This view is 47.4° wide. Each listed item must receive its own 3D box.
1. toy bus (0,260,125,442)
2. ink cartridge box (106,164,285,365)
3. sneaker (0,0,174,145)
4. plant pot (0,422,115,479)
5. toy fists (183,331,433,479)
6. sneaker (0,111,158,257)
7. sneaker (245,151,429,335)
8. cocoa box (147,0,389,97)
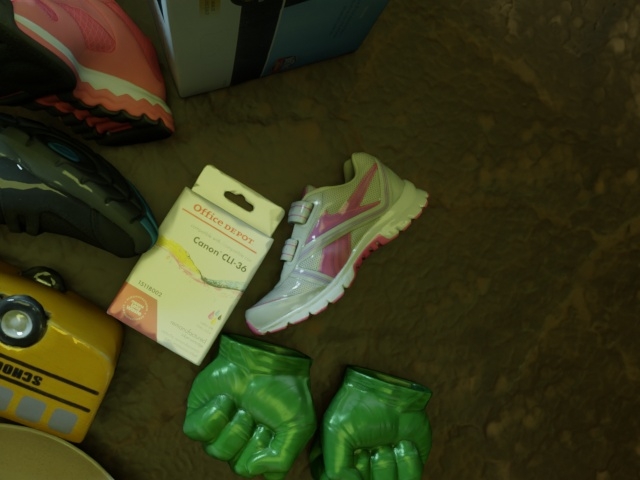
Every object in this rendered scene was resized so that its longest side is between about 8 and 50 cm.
[{"bbox_3d":[-0.364,0.073,0.721,0.332,0.108,0.130,25,100,-14],"label":"toy bus"},{"bbox_3d":[-0.130,0.021,0.805,0.115,0.067,0.198,31,84,-6],"label":"ink cartridge box"},{"bbox_3d":[-0.254,-0.192,0.698,0.115,0.314,0.136,-8,78,18],"label":"sneaker"},{"bbox_3d":[-0.332,0.346,0.683,0.284,0.284,0.191,33,119,-6],"label":"plant pot"},{"bbox_3d":[-0.008,0.204,0.799,0.279,0.096,0.142,16,90,-13],"label":"toy fists"},{"bbox_3d":[-0.327,-0.061,0.722,0.340,0.125,0.140,29,98,-12],"label":"sneaker"},{"bbox_3d":[0.000,0.000,0.816,0.111,0.103,0.252,46,74,-3],"label":"sneaker"},{"bbox_3d":[-0.062,-0.307,0.687,0.227,0.347,0.232,-18,90,-10],"label":"cocoa box"}]
